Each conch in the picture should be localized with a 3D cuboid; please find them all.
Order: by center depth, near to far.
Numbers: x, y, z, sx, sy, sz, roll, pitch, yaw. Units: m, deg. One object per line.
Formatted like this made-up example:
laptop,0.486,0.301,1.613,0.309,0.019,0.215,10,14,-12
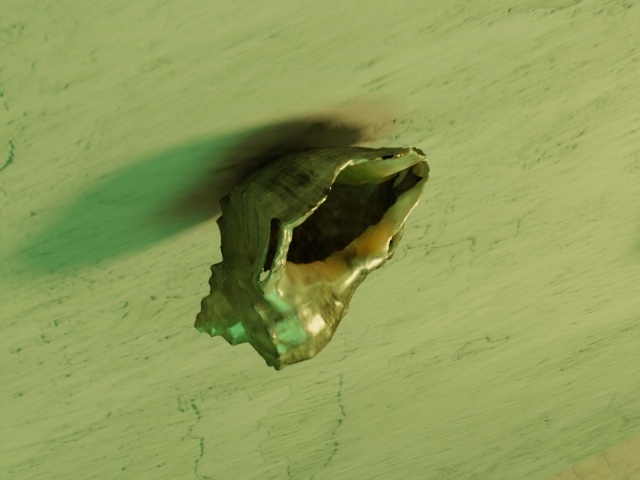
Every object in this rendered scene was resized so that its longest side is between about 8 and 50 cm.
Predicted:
conch,0.000,0.000,1.270,0.207,0.130,0.155,-31,178,-14
